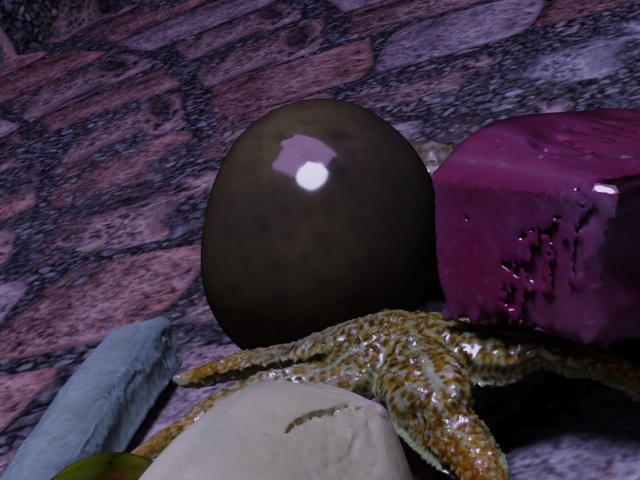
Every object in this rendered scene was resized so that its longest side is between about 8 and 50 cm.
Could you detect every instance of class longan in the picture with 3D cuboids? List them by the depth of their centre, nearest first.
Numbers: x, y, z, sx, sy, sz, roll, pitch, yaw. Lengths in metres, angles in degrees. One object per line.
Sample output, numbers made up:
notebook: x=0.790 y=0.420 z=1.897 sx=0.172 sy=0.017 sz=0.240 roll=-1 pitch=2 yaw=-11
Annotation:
longan: x=0.000 y=0.000 z=1.329 sx=0.196 sy=0.220 sz=0.196 roll=18 pitch=10 yaw=-3

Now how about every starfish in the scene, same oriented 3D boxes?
starfish: x=0.049 y=0.096 z=1.121 sx=0.357 sy=0.078 sz=0.347 roll=-11 pitch=18 yaw=-22

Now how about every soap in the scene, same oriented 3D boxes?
soap: x=0.220 y=-0.019 z=1.174 sx=0.324 sy=0.127 sz=0.220 roll=-8 pitch=17 yaw=-42

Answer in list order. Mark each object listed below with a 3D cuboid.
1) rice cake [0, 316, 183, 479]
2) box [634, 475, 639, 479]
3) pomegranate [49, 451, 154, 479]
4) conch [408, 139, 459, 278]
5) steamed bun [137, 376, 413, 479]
rice cake: x=-0.183 y=0.157 z=1.279 sx=0.066 sy=0.063 sz=0.336 roll=-15 pitch=18 yaw=21
box: x=0.221 y=0.132 z=0.773 sx=0.204 sy=0.051 sz=0.365 roll=-28 pitch=-2 yaw=-27
pomegranate: x=-0.127 y=0.197 z=1.045 sx=0.130 sy=0.130 sz=0.130 roll=-17 pitch=19 yaw=6
conch: x=0.068 y=-0.028 z=1.440 sx=0.155 sy=0.207 sz=0.130 roll=-48 pitch=-12 yaw=-19
steamed bun: x=-0.020 y=0.185 z=0.902 sx=0.152 sy=0.170 sz=0.239 roll=10 pitch=27 yaw=20
